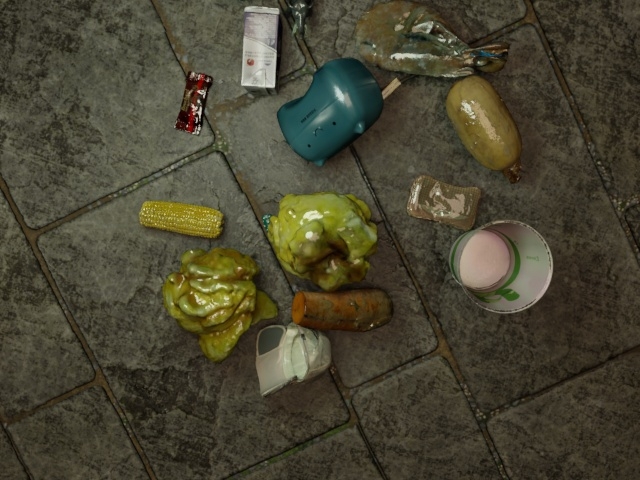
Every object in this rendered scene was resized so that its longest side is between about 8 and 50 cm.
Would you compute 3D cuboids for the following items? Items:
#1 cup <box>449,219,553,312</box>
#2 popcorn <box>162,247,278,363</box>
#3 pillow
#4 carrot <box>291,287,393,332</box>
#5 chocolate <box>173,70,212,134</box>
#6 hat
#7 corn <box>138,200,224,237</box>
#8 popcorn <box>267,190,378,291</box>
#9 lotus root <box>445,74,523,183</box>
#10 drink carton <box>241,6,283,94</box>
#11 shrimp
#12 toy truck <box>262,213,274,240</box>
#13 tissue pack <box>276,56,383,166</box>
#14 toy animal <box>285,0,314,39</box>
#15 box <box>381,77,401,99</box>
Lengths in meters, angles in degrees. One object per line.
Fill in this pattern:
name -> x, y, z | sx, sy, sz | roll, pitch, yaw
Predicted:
cup -> 0.483, 0.062, 1.702 | 0.253, 0.274, 0.253 | 0, 93, -2
popcorn -> -0.289, 0.182, 1.708 | 0.321, 0.290, 0.325 | 6, 75, 2
pillow -> 0.370, -0.114, 1.808 | 0.211, 0.034, 0.135 | 14, 96, 0
carrot -> 0.067, 0.201, 1.747 | 0.302, 0.139, 0.138 | 6, 95, -23
chocolate -> -0.378, -0.410, 1.786 | 0.086, 0.028, 0.182 | 17, 96, 1
hat -> -0.086, 0.359, 1.778 | 0.275, 0.232, 0.161 | -37, 128, 18
corn -> -0.408, -0.065, 1.779 | 0.244, 0.093, 0.093 | 9, 94, -1
popcorn -> 0.002, -0.002, 1.701 | 0.312, 0.312, 0.312 | 0, 94, 0
lotus root -> 0.487, -0.316, 1.725 | 0.151, 0.169, 0.342 | -33, 92, 38
drink carton -> -0.167, -0.538, 1.724 | 0.102, 0.134, 0.222 | 4, 95, -1
shrimp -> 0.312, -0.567, 1.714 | 0.446, 0.110, 0.221 | 19, 83, 14
toy truck -> -0.150, -0.038, 1.806 | 0.039, 0.044, 0.083 | -17, 94, 4
tissue pack -> 0.034, -0.346, 1.662 | 0.287, 0.198, 0.206 | -33, 88, 42
toy animal -> -0.060, -0.680, 1.715 | 0.082, 0.137, 0.269 | -1, 86, -3
box -> 0.184, -0.423, 1.733 | 0.090, 0.133, 0.023 | -41, 97, 4
